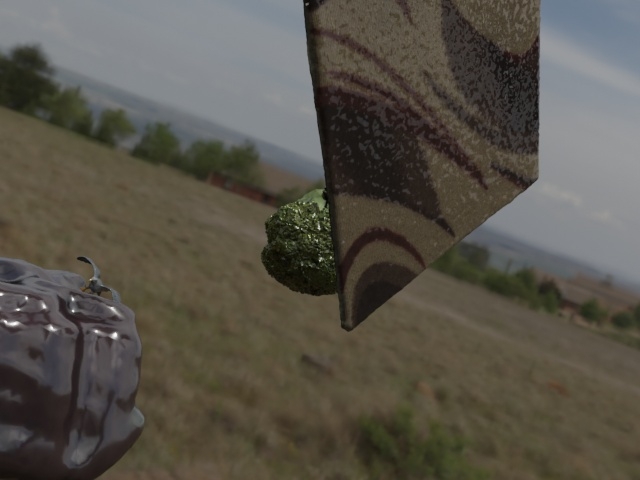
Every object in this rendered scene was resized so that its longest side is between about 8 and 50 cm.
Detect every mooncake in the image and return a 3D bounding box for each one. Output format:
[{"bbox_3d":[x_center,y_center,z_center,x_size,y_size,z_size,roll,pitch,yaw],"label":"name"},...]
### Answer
[{"bbox_3d":[-0.375,0.122,1.330,0.350,0.212,0.381,7,3,-34],"label":"mooncake"}]

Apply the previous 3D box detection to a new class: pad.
[{"bbox_3d":[0.072,-0.120,0.736,0.004,0.330,0.220,26,49,36],"label":"pad"}]

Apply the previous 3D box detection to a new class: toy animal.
[{"bbox_3d":[-0.259,0.051,1.388,0.084,0.028,0.050,51,12,8],"label":"toy animal"}]

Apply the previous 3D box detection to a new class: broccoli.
[{"bbox_3d":[0.000,0.000,1.272,0.131,0.130,0.120,34,35,-30],"label":"broccoli"}]
